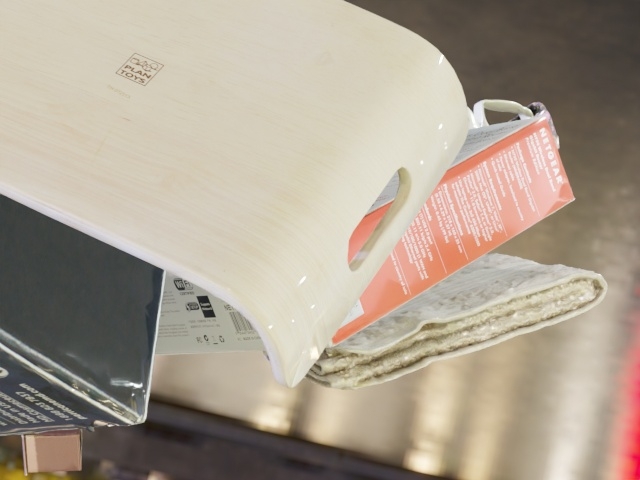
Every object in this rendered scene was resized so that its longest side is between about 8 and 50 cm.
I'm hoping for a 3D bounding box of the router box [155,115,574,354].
[{"bbox_3d":[0.000,0.000,1.580,0.301,0.082,0.335,-29,-167,-36],"label":"router box"}]

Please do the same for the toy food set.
[{"bbox_3d":[-0.097,-0.060,0.972,0.306,0.220,0.092,24,139,15],"label":"toy food set"}]

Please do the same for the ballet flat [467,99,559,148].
[{"bbox_3d":[0.166,-0.104,1.848,0.077,0.079,0.221,-16,-179,43],"label":"ballet flat"}]

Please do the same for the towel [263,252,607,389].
[{"bbox_3d":[0.095,0.066,1.636,0.282,0.049,0.187,-17,-167,-22],"label":"towel"}]

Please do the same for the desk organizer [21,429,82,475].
[{"bbox_3d":[-0.242,0.152,1.628,0.050,0.047,0.130,-2,-146,-6],"label":"desk organizer"}]

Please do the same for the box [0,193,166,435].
[{"bbox_3d":[-0.370,-0.107,1.353,0.472,0.480,0.297,-8,152,27],"label":"box"}]
